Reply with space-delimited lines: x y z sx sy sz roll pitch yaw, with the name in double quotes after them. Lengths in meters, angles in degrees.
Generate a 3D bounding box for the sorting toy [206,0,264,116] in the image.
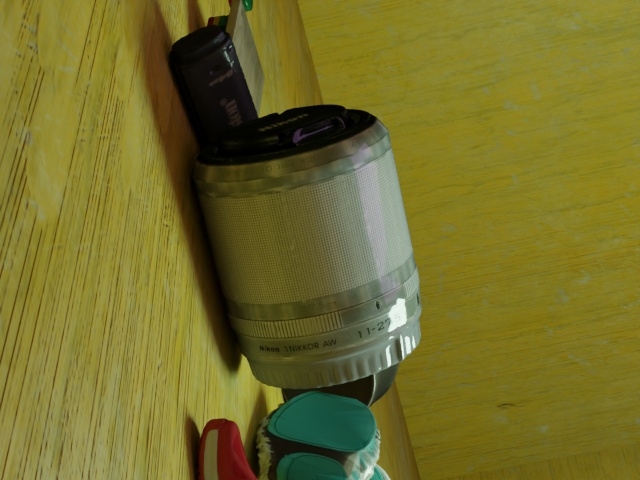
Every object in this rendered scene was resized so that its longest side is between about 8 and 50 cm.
-0.114 -0.209 1.732 0.274 0.046 0.132 -85 164 -45 "sorting toy"

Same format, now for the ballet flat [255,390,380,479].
-0.020 0.277 1.500 0.409 0.147 0.146 -51 129 -79 "ballet flat"

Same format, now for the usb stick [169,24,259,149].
-0.105 -0.128 1.581 0.045 0.077 0.278 53 -13 43 "usb stick"

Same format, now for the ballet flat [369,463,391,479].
0.074 0.505 1.895 0.139 0.139 0.400 68 11 -61 "ballet flat"

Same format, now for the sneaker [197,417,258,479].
-0.033 0.262 1.229 0.087 0.128 0.221 46 33 -79 "sneaker"

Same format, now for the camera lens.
-0.012 0.000 1.508 0.219 0.220 0.274 -82 160 -73 "camera lens"

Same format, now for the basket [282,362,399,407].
0.024 0.167 1.913 0.227 0.154 0.204 -49 126 -78 "basket"
